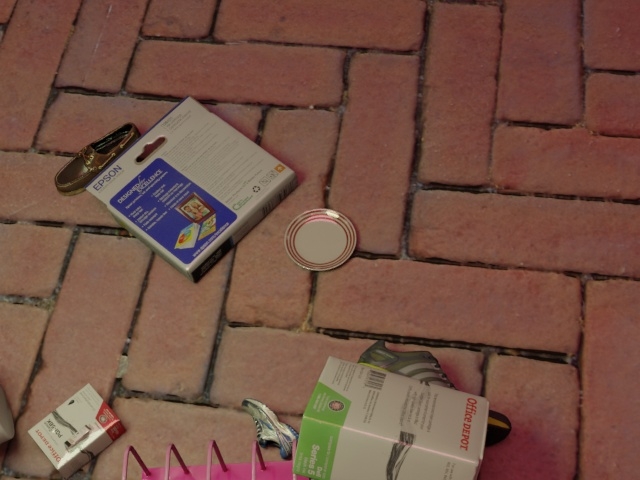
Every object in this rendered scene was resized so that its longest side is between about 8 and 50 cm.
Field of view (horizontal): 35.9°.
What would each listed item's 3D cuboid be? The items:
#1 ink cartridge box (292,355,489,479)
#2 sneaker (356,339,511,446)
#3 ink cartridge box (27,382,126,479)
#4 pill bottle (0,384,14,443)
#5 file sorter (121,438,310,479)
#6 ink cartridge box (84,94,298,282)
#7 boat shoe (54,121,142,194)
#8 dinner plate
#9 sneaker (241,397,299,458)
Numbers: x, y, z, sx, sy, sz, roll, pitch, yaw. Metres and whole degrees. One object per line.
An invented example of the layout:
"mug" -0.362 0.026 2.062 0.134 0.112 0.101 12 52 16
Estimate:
"ink cartridge box" 0.115 0.304 1.551 0.272 0.115 0.198 14 24 8
"sneaker" 0.193 0.258 1.714 0.300 0.111 0.121 23 54 11
"ink cartridge box" -0.429 0.336 1.741 0.135 0.056 0.099 -39 65 -18
"pill bottle" -0.743 0.341 1.663 0.407 0.229 0.229 -24 60 -9
"file sorter" -0.166 0.435 1.590 0.290 0.182 0.202 -4 59 2
"ink cartridge box" -0.259 -0.109 1.989 0.307 0.072 0.303 36 69 25
"boat shoe" -0.463 -0.174 2.038 0.207 0.073 0.073 -38 65 -15
"dinner plate" 0.000 0.000 1.930 0.141 0.017 0.141 -2 60 3
"sneaker" -0.094 0.328 1.724 0.135 0.052 0.058 36 72 23
